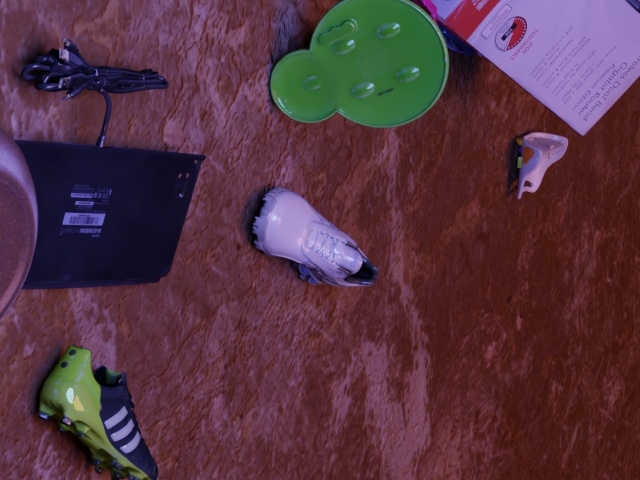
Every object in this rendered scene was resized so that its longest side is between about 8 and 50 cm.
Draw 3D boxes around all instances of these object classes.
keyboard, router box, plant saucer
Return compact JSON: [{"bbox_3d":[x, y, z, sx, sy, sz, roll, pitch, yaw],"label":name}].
[{"bbox_3d":[-0.188,-0.058,1.588,0.317,0.033,0.201,1,109,-63],"label":"keyboard"},{"bbox_3d":[0.293,-0.307,2.052,0.335,0.082,0.301,-48,140,10],"label":"router box"},{"bbox_3d":[-0.269,0.009,1.422,0.198,0.036,0.198,-29,131,-40],"label":"plant saucer"}]

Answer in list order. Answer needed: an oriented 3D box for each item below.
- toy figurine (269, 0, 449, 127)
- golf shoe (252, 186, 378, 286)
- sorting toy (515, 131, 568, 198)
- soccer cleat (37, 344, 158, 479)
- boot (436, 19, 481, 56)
[{"bbox_3d":[0.048,-0.186,1.886,0.130,0.173,0.159,64,21,-17],"label":"toy figurine"},{"bbox_3d":[0.000,0.000,1.912,0.176,0.086,0.069,34,75,-60],"label":"golf shoe"},{"bbox_3d":[0.256,-0.088,2.405,0.083,0.045,0.075,-23,130,-58],"label":"sorting toy"},{"bbox_3d":[-0.176,0.152,1.682,0.072,0.060,0.179,-65,148,-22],"label":"soccer cleat"},{"bbox_3d":[0.174,-0.235,2.160,0.190,0.069,0.086,24,88,-54],"label":"boot"}]
